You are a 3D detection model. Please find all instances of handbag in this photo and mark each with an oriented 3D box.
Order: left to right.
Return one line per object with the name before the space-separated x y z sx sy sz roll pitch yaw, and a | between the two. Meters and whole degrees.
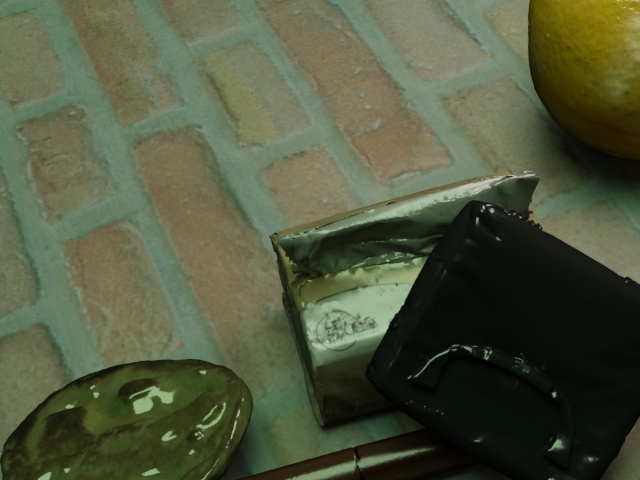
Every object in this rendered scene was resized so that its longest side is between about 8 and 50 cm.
handbag | 0.210 0.115 1.260 0.275 0.088 0.244 30 91 -8

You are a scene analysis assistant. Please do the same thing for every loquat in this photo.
loquat | 0.435 -0.262 1.526 0.360 0.328 0.328 2 44 40

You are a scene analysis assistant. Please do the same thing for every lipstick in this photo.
lipstick | -0.006 0.261 1.302 0.357 0.057 0.057 -15 47 -3

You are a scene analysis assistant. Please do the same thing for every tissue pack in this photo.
tissue pack | 0.109 0.038 1.374 0.306 0.238 0.238 -15 47 -4

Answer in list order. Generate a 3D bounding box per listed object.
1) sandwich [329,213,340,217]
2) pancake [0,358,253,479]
sandwich | 0.000 0.000 1.557 0.044 0.031 0.083 8 47 10
pancake | -0.218 0.229 1.336 0.295 0.049 0.294 -14 36 10
